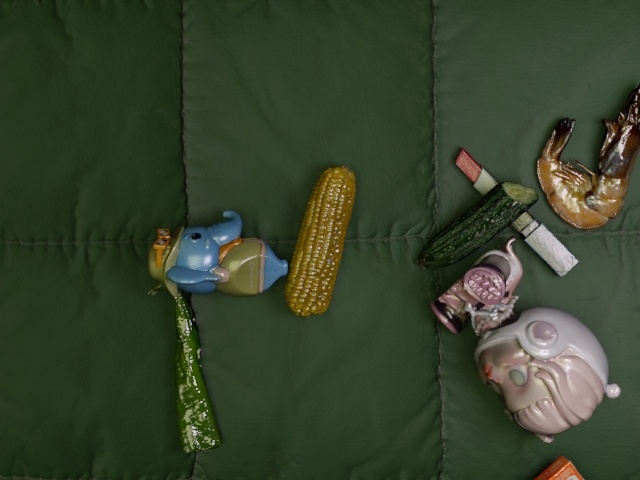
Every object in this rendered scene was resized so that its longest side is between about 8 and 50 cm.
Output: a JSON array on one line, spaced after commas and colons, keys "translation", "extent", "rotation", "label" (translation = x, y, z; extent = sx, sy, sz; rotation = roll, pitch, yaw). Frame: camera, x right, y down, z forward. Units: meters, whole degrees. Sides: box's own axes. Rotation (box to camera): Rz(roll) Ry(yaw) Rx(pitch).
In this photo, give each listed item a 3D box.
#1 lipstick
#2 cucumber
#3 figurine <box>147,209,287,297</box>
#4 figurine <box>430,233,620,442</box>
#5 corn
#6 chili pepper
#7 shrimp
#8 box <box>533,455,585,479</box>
[{"translation": [0.368, -0.057, 1.860], "extent": [0.051, 0.051, 0.312], "rotation": [-45, 85, 11], "label": "lipstick"}, {"translation": [0.293, -0.021, 1.837], "extent": [0.077, 0.077, 0.265], "rotation": [49, 118, 4], "label": "cucumber"}, {"translation": [-0.207, 0.035, 1.895], "extent": [0.262, 0.154, 0.180], "rotation": [-3, 51, -19], "label": "figurine"}, {"translation": [0.380, 0.183, 1.774], "extent": [0.211, 0.253, 0.361], "rotation": [-31, 79, -8], "label": "figurine"}, {"translation": [-0.001, 0.001, 1.892], "extent": [0.102, 0.102, 0.313], "rotation": [12, 93, 8], "label": "corn"}, {"translation": [-0.273, 0.254, 1.953], "extent": [0.085, 0.076, 0.359], "rotation": [-12, 94, -10], "label": "chili pepper"}, {"translation": [0.512, -0.169, 1.832], "extent": [0.178, 0.075, 0.289], "rotation": [17, 107, 10], "label": "shrimp"}, {"translation": [0.440, 0.593, 1.822], "extent": [0.273, 0.048, 0.265], "rotation": [-41, 99, -4], "label": "box"}]
